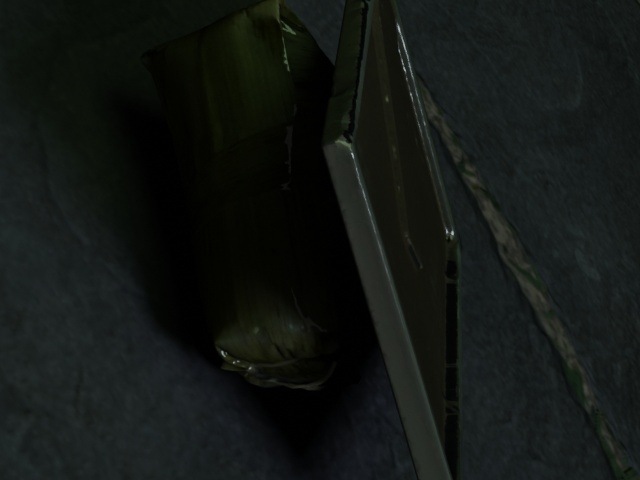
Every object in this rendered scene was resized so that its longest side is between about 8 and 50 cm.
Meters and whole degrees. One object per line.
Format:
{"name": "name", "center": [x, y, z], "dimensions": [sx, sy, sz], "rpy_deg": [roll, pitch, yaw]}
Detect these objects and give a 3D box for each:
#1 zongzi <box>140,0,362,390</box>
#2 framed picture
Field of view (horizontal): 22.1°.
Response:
{"name": "zongzi", "center": [0.002, 0.002, 0.876], "dimensions": [0.204, 0.094, 0.204], "rpy_deg": [32, 43, -59]}
{"name": "framed picture", "center": [0.044, -0.018, 0.858], "dimensions": [0.289, 0.016, 0.213], "rpy_deg": [-81, 157, -62]}
